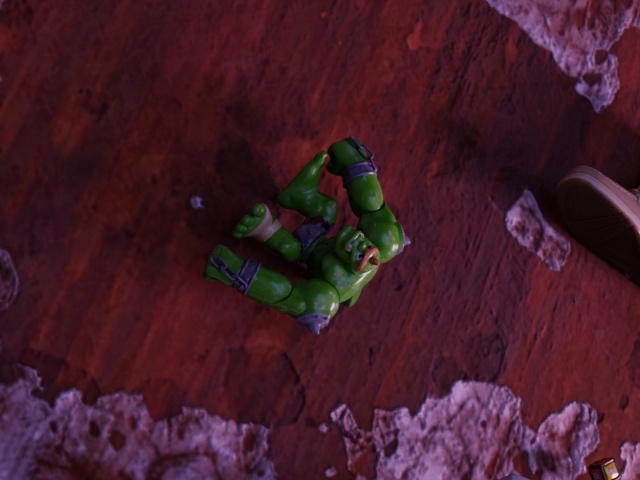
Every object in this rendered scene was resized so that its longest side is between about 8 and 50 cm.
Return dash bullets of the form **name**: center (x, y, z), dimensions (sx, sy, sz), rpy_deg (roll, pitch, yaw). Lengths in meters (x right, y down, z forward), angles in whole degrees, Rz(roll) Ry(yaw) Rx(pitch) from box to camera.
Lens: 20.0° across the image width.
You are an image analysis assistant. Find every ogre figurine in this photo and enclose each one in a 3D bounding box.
- **ogre figurine**: center (0.000, 0.000, 1.608), dimensions (0.118, 0.097, 0.197), rpy_deg (44, 40, 5)

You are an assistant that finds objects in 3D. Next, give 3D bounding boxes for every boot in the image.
- **boot**: center (0.337, -0.052, 1.852), dimensions (0.213, 0.077, 0.165), rpy_deg (37, 60, -26)

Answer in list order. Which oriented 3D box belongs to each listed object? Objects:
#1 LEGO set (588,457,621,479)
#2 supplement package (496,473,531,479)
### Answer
- **LEGO set**: center (0.256, 0.329, 1.703), dimensions (0.182, 0.060, 0.244), rpy_deg (43, 61, -17)
- **supplement package**: center (0.227, 0.322, 1.566), dimensions (0.261, 0.204, 0.145), rpy_deg (20, 67, -13)
